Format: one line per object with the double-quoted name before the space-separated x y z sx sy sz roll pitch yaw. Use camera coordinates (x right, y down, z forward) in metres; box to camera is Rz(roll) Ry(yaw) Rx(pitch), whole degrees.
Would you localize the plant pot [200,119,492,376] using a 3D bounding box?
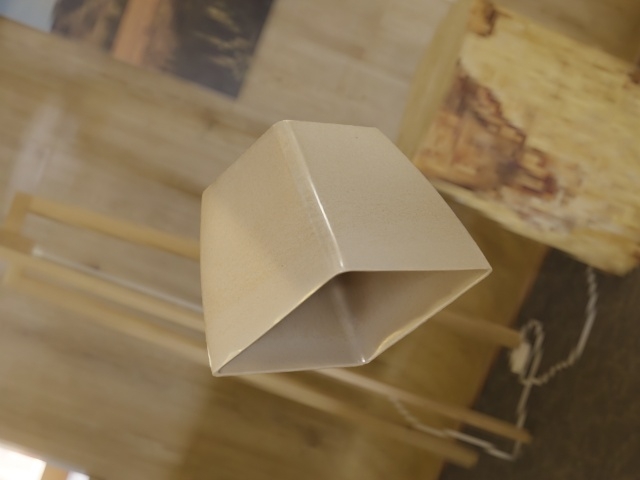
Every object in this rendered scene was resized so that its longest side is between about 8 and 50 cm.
"plant pot" 0.000 0.000 0.728 0.109 0.109 0.096 -41 61 39
